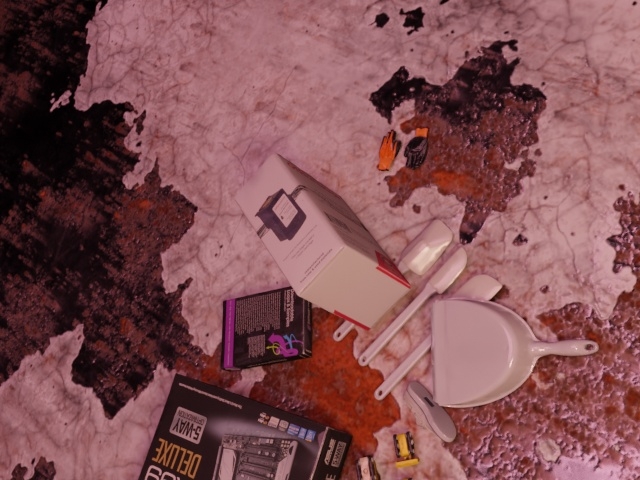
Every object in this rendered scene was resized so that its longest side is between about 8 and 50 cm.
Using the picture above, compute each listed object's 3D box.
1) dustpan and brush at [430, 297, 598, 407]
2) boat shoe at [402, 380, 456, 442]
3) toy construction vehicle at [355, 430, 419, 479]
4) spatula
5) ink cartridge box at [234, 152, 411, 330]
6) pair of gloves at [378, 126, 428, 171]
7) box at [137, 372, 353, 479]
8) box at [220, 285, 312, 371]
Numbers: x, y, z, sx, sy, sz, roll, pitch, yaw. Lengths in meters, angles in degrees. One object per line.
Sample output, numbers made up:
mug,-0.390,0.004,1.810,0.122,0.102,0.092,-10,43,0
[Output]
dustpan and brush,0.251,0.143,1.113,0.211,0.060,0.147,-9,76,38
boat shoe,0.145,0.238,1.154,0.100,0.035,0.035,50,128,34
toy construction vehicle,0.095,0.317,1.152,0.086,0.035,0.098,-18,63,14
spatula,0.130,0.100,1.234,0.242,0.019,0.168,-48,52,12
ink cartridge box,0.000,0.000,1.252,0.100,0.172,0.237,-47,46,12
pair of gloves,0.130,-0.143,1.343,0.083,0.010,0.074,1,69,32
box,-0.128,0.353,1.255,0.307,0.076,0.242,12,77,37
box,-0.086,0.139,1.353,0.162,0.029,0.116,-14,63,30
